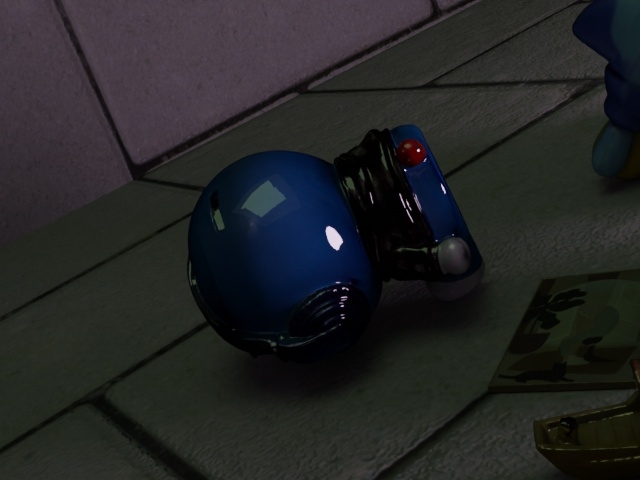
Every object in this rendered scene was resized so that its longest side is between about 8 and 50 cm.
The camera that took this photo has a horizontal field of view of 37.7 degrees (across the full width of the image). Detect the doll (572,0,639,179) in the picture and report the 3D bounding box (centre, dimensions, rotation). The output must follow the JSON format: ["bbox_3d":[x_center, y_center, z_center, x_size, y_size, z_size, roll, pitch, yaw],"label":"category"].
[{"bbox_3d":[0.464,-0.253,1.132,0.365,0.376,0.187,-40,34,-16],"label":"doll"}]

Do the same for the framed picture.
[{"bbox_3d":[0.254,0.082,0.904,0.135,0.010,0.201,-9,24,33],"label":"framed picture"}]

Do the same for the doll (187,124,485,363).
[{"bbox_3d":[0.000,0.000,1.044,0.309,0.240,0.284,-25,48,8],"label":"doll"}]

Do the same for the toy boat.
[{"bbox_3d":[0.267,0.118,0.683,0.225,0.088,0.068,-15,21,14],"label":"toy boat"}]
